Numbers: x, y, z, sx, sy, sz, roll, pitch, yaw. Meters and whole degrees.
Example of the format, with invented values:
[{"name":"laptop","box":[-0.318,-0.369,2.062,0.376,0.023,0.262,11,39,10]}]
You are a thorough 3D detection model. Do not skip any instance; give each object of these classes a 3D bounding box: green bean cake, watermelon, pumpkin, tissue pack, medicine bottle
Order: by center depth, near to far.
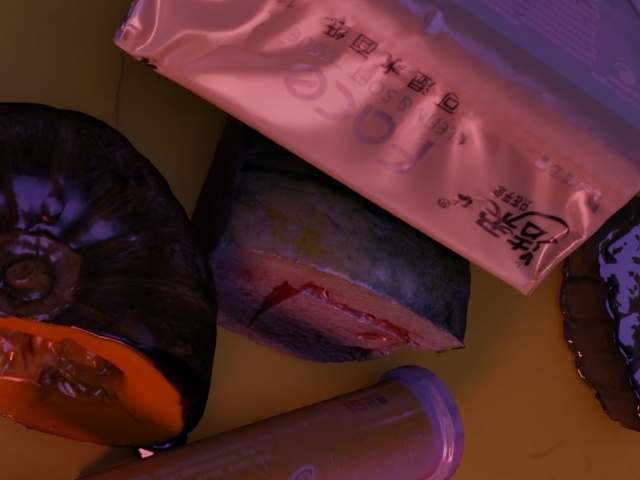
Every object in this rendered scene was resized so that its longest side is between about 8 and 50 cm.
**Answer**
[{"name":"pumpkin","box":[-0.228,0.020,1.348,0.325,0.242,0.232,24,51,-13]},{"name":"medicine bottle","box":[-0.075,0.197,1.360,0.426,0.108,0.108,-12,92,-37]},{"name":"tissue pack","box":[0.070,-0.197,1.385,0.405,0.205,0.332,31,35,-15]},{"name":"watermelon","box":[0.000,0.000,1.461,0.212,0.201,0.262,23,38,-17]},{"name":"green bean cake","box":[0.343,0.055,1.575,0.227,0.125,0.223,-15,95,-18]}]

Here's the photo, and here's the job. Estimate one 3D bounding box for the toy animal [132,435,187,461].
[{"name":"toy animal","box":[-0.122,0.326,1.410,0.195,0.090,0.324,11,73,-16]}]
